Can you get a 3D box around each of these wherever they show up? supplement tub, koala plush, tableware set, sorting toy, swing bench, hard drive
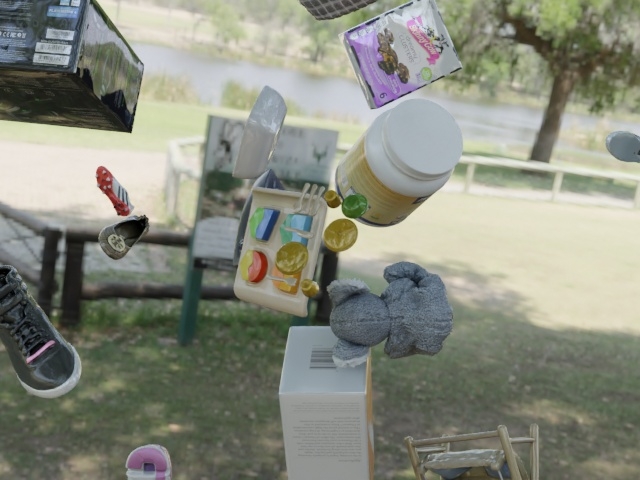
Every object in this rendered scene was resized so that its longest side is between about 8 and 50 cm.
[{"bbox_3d":[0.186,-0.184,2.212,0.228,0.228,0.316,6,-22,-19],"label":"supplement tub"},{"bbox_3d":[0.118,0.144,1.745,0.221,0.196,0.203,-1,4,-19],"label":"koala plush"},{"bbox_3d":[0.000,0.000,1.213,0.104,0.154,0.024,14,-18,25],"label":"tableware set"},{"bbox_3d":[-0.078,0.016,1.598,0.038,0.208,0.193,7,3,-44],"label":"sorting toy"},{"bbox_3d":[0.338,0.532,1.953,0.253,0.254,0.165,-18,-18,39],"label":"swing bench"},{"bbox_3d":[-0.103,0.000,1.821,0.054,0.172,0.254,-13,43,23],"label":"hard drive"}]

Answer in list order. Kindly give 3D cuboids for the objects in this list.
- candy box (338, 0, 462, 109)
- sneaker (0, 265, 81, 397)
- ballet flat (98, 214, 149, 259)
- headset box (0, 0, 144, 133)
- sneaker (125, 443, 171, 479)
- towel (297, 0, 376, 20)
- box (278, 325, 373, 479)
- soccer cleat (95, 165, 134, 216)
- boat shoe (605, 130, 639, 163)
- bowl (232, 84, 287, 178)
[{"bbox_3d":[0.160,-0.377,1.831,0.196,0.164,0.070,-26,11,-6],"label":"candy box"},{"bbox_3d":[-0.510,0.149,1.556,0.104,0.147,0.296,-36,43,-15],"label":"sneaker"},{"bbox_3d":[-0.473,-0.017,2.248,0.058,0.084,0.250,-30,7,16],"label":"ballet flat"},{"bbox_3d":[-0.431,-0.273,1.417,0.246,0.131,0.283,6,-12,8],"label":"headset box"},{"bbox_3d":[-0.322,0.495,1.759,0.095,0.236,0.104,3,7,-3],"label":"sneaker"},{"bbox_3d":[0.029,-0.451,1.325,0.284,0.121,0.235,-7,-39,45],"label":"towel"},{"bbox_3d":[0.020,0.374,1.866,0.168,0.345,0.215,0,32,5],"label":"box"},{"bbox_3d":[-0.304,-0.074,1.355,0.029,0.083,0.035,-27,8,24],"label":"soccer cleat"},{"bbox_3d":[0.688,-0.214,2.070,0.183,0.065,0.083,13,18,-34],"label":"boat shoe"},{"bbox_3d":[-0.100,-0.182,1.586,0.053,0.142,0.142,19,38,-2],"label":"bowl"}]
